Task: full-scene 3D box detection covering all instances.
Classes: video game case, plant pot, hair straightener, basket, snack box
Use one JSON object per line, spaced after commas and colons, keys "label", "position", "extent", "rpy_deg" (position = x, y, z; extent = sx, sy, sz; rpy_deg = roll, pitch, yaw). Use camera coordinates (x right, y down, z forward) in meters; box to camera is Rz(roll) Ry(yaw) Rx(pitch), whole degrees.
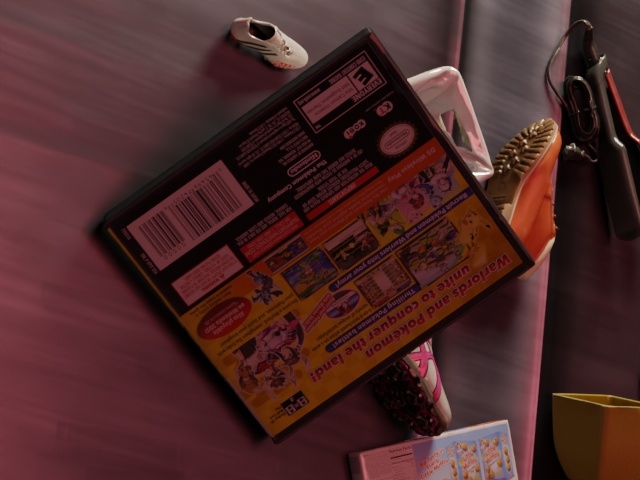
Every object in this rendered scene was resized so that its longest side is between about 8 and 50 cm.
{"label": "video game case", "position": [0.000, 0.000, 1.485], "extent": [0.275, 0.035, 0.248], "rpy_deg": [-35, 106, 5]}
{"label": "plant pot", "position": [0.276, 0.196, 1.716], "extent": [0.081, 0.081, 0.083], "rpy_deg": [4, 92, -34]}
{"label": "hair straightener", "position": [0.284, -0.109, 1.785], "extent": [0.089, 0.047, 0.230], "rpy_deg": [-17, 92, -36]}
{"label": "basket", "position": [0.052, -0.076, 1.585], "extent": [0.167, 0.103, 0.113], "rpy_deg": [-24, 97, -34]}
{"label": "snack box", "position": [0.107, 0.211, 1.628], "extent": [0.178, 0.022, 0.064], "rpy_deg": [-8, 86, -35]}

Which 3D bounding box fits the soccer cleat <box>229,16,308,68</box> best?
{"label": "soccer cleat", "position": [-0.042, -0.176, 1.576], "extent": [0.083, 0.035, 0.029], "rpy_deg": [25, 69, -29]}

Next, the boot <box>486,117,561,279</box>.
{"label": "boot", "position": [0.203, -0.040, 1.717], "extent": [0.084, 0.059, 0.158], "rpy_deg": [36, 73, -29]}

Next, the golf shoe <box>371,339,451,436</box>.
{"label": "golf shoe", "position": [0.077, 0.088, 1.599], "extent": [0.086, 0.067, 0.186], "rpy_deg": [-35, 102, -35]}
